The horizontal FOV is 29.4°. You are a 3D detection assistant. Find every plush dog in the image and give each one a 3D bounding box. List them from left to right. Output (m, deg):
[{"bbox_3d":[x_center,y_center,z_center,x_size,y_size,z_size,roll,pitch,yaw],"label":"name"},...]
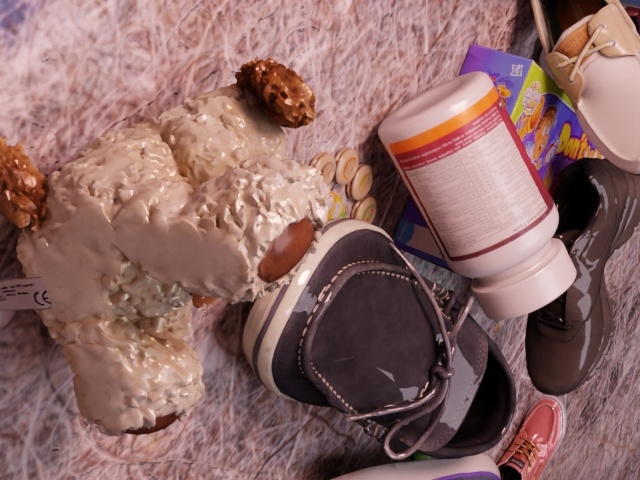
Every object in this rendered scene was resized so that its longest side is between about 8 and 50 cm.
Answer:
[{"bbox_3d":[-0.105,-0.024,0.869,0.262,0.210,0.225,-53,175,33],"label":"plush dog"}]

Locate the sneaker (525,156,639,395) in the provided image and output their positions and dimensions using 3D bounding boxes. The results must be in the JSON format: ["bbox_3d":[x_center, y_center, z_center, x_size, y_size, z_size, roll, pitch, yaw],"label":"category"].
[{"bbox_3d":[0.280,0.037,1.403,0.130,0.109,0.286,10,92,-52],"label":"sneaker"}]

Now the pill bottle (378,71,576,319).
[{"bbox_3d":[0.156,-0.042,1.187,0.121,0.121,0.221,-40,107,-38],"label":"pill bottle"}]

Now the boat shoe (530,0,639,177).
[{"bbox_3d":[0.285,-0.188,1.275,0.103,0.302,0.113,27,122,-40],"label":"boat shoe"}]

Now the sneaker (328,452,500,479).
[{"bbox_3d":[0.125,0.371,1.370,0.323,0.130,0.236,8,58,-52],"label":"sneaker"}]

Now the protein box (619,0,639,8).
[{"bbox_3d":[0.400,-0.371,1.369,0.136,0.200,0.201,-33,135,-43],"label":"protein box"}]

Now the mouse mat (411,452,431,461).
[{"bbox_3d":[0.156,0.212,1.550,0.152,0.007,0.190,-41,139,-37],"label":"mouse mat"}]

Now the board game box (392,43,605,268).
[{"bbox_3d":[0.228,-0.057,1.419,0.347,0.078,0.233,21,91,-59],"label":"board game box"}]

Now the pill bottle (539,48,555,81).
[{"bbox_3d":[0.309,-0.224,1.451,0.120,0.067,0.067,-28,131,-48],"label":"pill bottle"}]

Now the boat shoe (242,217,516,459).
[{"bbox_3d":[0.080,0.113,1.209,0.187,0.156,0.500,-61,151,-7],"label":"boat shoe"}]

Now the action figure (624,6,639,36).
[{"bbox_3d":[0.536,-0.321,1.626,0.370,0.248,0.276,8,68,-34],"label":"action figure"}]

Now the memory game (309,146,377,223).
[{"bbox_3d":[0.000,0.000,1.165,0.186,0.012,0.186,-36,137,-42],"label":"memory game"}]

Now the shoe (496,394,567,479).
[{"bbox_3d":[0.303,0.312,1.786,0.081,0.063,0.178,-5,117,-62],"label":"shoe"}]
